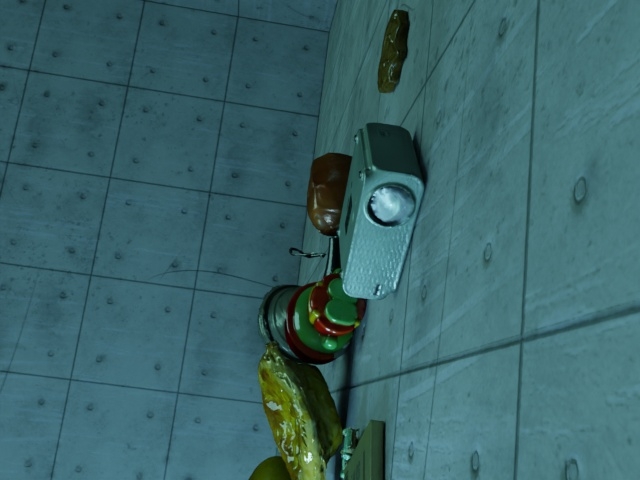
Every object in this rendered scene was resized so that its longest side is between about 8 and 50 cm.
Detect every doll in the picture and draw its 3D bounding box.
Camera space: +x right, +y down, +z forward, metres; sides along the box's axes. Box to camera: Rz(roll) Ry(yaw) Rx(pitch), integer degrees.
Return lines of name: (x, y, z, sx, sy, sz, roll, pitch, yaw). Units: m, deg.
doll: (-0.003, 0.190, 1.711, 0.363, 0.160, 0.183, 109, 164, -66)

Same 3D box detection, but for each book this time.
book: (0.072, 0.424, 1.276, 0.231, 0.026, 0.161, 105, 171, -52)

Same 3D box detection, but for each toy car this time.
toy car: (0.055, 0.410, 1.434, 0.059, 0.035, 0.122, -87, -1, -47)

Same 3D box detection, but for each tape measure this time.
tape measure: (-0.001, -0.001, 1.992, 0.104, 0.179, 0.107, 31, -115, -78)

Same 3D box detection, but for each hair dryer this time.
hair dryer: (0.031, 0.086, 1.908, 0.219, 0.075, 0.196, -157, 67, -84)

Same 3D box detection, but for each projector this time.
projector: (0.095, -0.052, 1.307, 0.198, 0.108, 0.251, -92, 12, -57)

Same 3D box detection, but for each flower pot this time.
flower pot: (-0.038, 0.203, 1.964, 0.140, 0.235, 0.236, -41, 36, 48)

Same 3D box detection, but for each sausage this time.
sausage: (0.041, -0.119, 1.827, 0.268, 0.141, 0.153, -89, 9, -57)

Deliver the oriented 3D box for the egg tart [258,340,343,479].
egg tart: (-0.039, 0.386, 1.664, 0.341, 0.129, 0.341, 165, 90, -75)

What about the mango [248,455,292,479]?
mango: (-0.158, 0.845, 2.167, 0.301, 0.220, 0.445, 95, -171, -57)

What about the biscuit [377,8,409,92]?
biscuit: (0.154, -0.410, 1.626, 0.215, 0.034, 0.182, -103, 21, -76)
